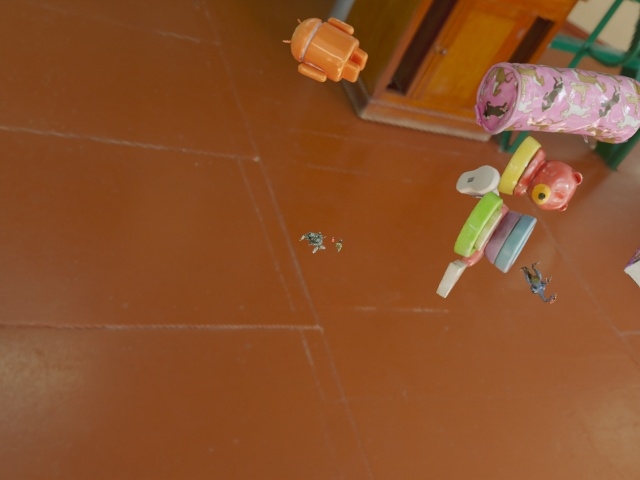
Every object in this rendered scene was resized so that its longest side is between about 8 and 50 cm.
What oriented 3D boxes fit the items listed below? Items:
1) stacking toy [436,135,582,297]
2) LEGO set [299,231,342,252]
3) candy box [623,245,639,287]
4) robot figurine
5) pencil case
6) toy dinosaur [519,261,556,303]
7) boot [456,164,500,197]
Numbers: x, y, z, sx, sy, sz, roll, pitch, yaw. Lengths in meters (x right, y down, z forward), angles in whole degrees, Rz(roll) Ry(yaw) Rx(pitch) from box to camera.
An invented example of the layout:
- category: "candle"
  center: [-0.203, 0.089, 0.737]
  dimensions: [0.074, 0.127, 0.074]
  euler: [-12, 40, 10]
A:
- category: "stacking toy"
  center: [0.369, -0.012, 1.412]
  dimensions: [0.130, 0.309, 0.279]
  euler: [32, 55, 17]
- category: "LEGO set"
  center: [0.001, -0.002, 1.402]
  dimensions: [0.083, 0.023, 0.054]
  euler: [-4, 45, -5]
- category: "candy box"
  center: [0.740, 0.002, 1.490]
  dimensions: [0.070, 0.165, 0.196]
  euler: [50, 49, 5]
- category: "robot figurine"
  center: [0.016, -0.509, 1.925]
  dimensions: [0.219, 0.158, 0.128]
  euler: [29, 22, 2]
- category: "pencil case"
  center: [0.535, -0.304, 1.622]
  dimensions: [0.386, 0.167, 0.160]
  euler: [1, 24, -25]
- category: "toy dinosaur"
  center: [0.427, 0.084, 1.408]
  dimensions: [0.082, 0.047, 0.090]
  euler: [66, 10, 5]
- category: "boot"
  center: [0.402, -0.131, 1.729]
  dimensions: [0.086, 0.069, 0.190]
  euler: [22, -1, -13]
